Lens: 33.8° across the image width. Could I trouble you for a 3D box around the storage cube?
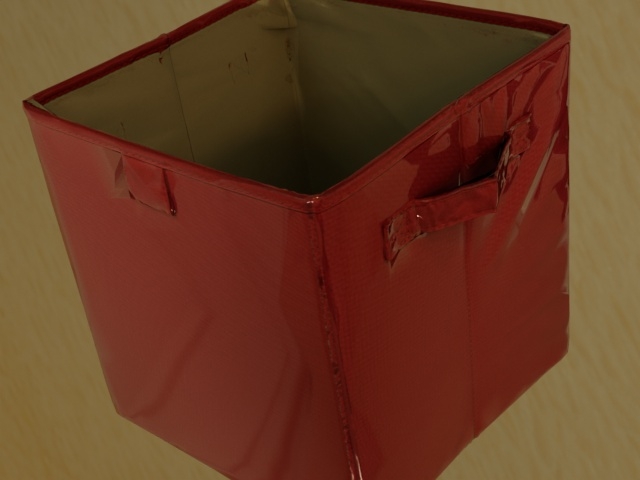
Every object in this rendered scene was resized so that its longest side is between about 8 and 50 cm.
[{"bbox_3d":[0.000,0.000,0.526,0.215,0.193,0.184,20,-138,37],"label":"storage cube"}]
